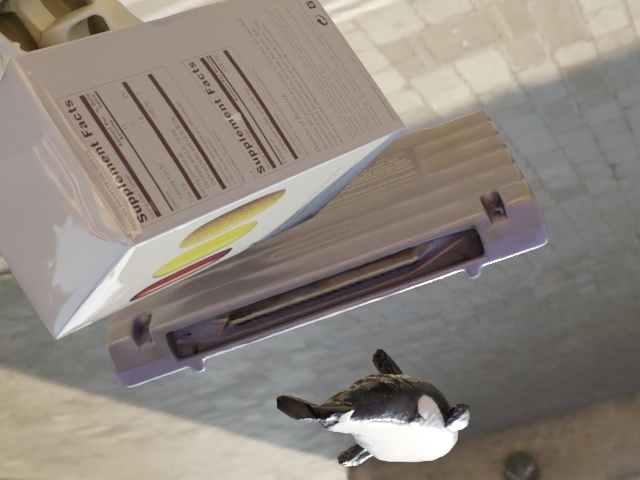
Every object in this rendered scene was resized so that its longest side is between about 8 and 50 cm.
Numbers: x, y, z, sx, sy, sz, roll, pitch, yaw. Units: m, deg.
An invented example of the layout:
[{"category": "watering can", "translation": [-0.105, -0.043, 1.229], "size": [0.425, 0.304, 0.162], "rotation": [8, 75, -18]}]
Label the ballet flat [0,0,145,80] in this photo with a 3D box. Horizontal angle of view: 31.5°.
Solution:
[{"category": "ballet flat", "translation": [-0.221, -0.187, 0.953], "size": [0.147, 0.409, 0.147], "rotation": [-45, -169, 11]}]

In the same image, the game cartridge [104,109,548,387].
[{"category": "game cartridge", "translation": [0.000, 0.000, 0.973], "size": [0.355, 0.068, 0.230], "rotation": [-19, -161, 7]}]

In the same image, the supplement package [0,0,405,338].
[{"category": "supplement package", "translation": [-0.090, -0.060, 0.752], "size": [0.244, 0.133, 0.139], "rotation": [-27, 169, -41]}]

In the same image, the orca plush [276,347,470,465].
[{"category": "orca plush", "translation": [0.055, 0.169, 1.212], "size": [0.151, 0.102, 0.287], "rotation": [-36, 149, 33]}]
